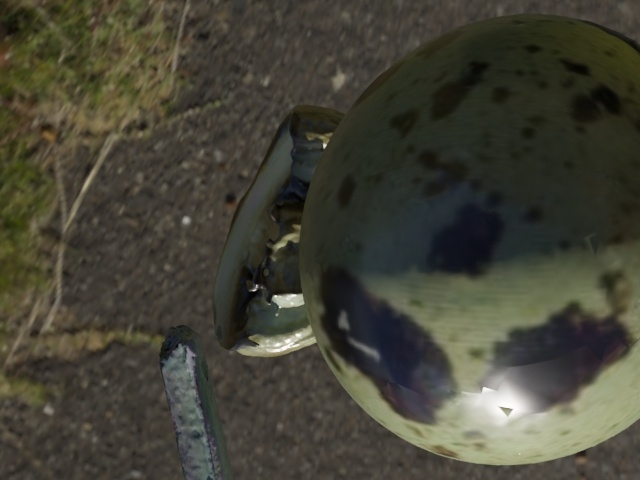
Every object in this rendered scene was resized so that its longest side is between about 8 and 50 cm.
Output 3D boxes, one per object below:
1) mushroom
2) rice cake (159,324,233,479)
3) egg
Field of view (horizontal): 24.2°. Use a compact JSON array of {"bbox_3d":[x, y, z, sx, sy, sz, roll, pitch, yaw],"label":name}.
[{"bbox_3d":[-0.003,0.003,1.579,0.164,0.189,0.267,15,82,-15],"label":"mushroom"},{"bbox_3d":[-0.076,0.159,1.004,0.033,0.033,0.207,-9,94,22],"label":"rice cake"},{"bbox_3d":[0.138,-0.012,1.031,0.288,0.379,0.287,14,132,16],"label":"egg"}]
